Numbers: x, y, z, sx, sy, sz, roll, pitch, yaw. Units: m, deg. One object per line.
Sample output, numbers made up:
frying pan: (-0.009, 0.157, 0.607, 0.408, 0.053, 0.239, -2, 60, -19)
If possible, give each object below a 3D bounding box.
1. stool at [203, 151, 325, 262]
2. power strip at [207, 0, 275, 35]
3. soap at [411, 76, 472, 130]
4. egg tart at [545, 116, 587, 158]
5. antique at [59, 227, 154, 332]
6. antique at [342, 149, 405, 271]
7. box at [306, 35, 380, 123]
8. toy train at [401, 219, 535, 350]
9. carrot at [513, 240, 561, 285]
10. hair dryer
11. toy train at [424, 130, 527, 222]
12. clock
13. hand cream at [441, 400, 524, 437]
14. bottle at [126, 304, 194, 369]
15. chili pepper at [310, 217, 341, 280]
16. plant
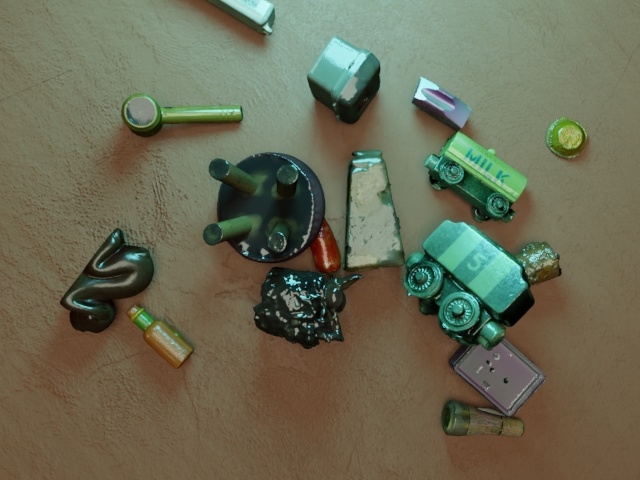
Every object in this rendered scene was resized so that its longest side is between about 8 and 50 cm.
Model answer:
stool: (-0.137, -0.079, 1.505, 0.272, 0.178, 0.271, 0, 90, 13)
power strip: (-0.250, -0.598, 1.546, 0.338, 0.098, 0.058, 30, 91, -2)
soap: (0.285, -0.326, 1.562, 0.149, 0.100, 0.056, 30, 92, -3)
egg tart: (0.607, -0.252, 1.601, 0.105, 0.039, 0.105, 0, 94, 1)
antique: (-0.509, 0.112, 1.564, 0.143, 0.121, 0.256, 39, 84, -11)
antique: (0.115, -0.073, 1.558, 0.150, 0.125, 0.283, -5, 93, -2)
box: (0.056, -0.366, 1.506, 0.129, 0.210, 0.148, 34, 90, 5)
toy train: (0.339, 0.104, 1.513, 0.238, 0.167, 0.299, -46, 57, 2)
carrot: (0.452, 0.094, 1.594, 0.263, 0.102, 0.101, -25, 92, 7)
hair dryer: (-0.324, -0.300, 1.549, 0.279, 0.135, 0.090, -4, 93, -11)
toy train: (0.379, -0.156, 1.576, 0.253, 0.105, 0.157, 34, 78, -3)
clock: (0.432, 0.315, 1.602, 0.193, 0.073, 0.144, 42, 91, -2)
hand cream: (0.406, 0.451, 1.608, 0.203, 0.084, 0.083, 11, 92, -6)
bottle: (-0.395, 0.229, 1.590, 0.187, 0.069, 0.069, 43, 91, -1)
chili pepper: (0.000, 0.000, 1.593, 0.071, 0.063, 0.272, -22, 90, -12)
plant: (-0.034, 0.156, 1.539, 0.234, 0.178, 0.204, 11, 90, 0)
